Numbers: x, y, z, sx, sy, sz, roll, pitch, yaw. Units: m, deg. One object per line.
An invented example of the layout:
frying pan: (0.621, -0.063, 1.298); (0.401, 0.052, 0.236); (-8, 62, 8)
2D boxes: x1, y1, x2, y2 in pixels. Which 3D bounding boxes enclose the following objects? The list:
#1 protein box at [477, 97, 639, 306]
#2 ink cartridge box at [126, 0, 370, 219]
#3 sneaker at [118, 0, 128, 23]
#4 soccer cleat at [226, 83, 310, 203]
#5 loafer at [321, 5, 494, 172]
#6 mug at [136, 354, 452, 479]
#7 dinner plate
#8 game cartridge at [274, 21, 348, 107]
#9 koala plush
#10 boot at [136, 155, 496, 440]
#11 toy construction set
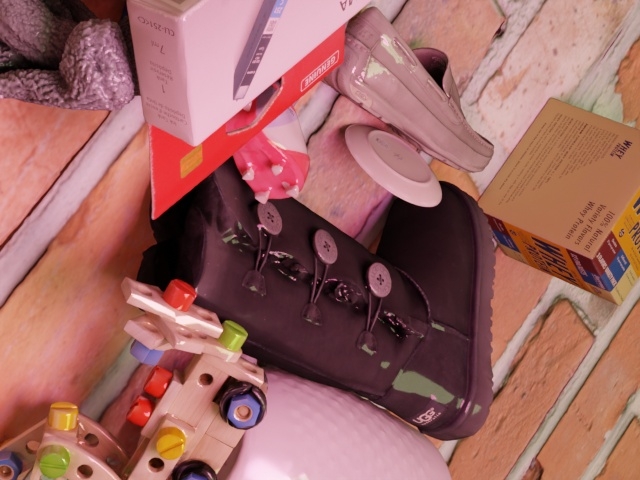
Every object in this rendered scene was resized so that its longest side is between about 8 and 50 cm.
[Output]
protein box: (0.361, -0.054, 2.089); (0.199, 0.201, 0.136); (-54, 141, -12)
ink cartridge box: (-0.041, -0.177, 1.359); (0.296, 0.066, 0.261); (-44, 149, -33)
sneaker: (-0.123, -0.285, 1.479); (0.131, 0.112, 0.296); (1, 109, -49)
soccer cleat: (-0.076, -0.143, 1.521); (0.095, 0.083, 0.248); (-82, 152, -43)
loafer: (0.124, -0.173, 1.825); (0.111, 0.112, 0.319); (-56, 141, 4)
mug: (-0.039, 0.244, 1.783); (0.328, 0.276, 0.374); (34, 54, -44)
dinner plate: (0.090, -0.094, 1.812); (0.141, 0.141, 0.017); (2, 132, -49)
game cartridge: (0.000, -0.285, 1.561); (0.297, 0.062, 0.198); (104, 9, -49)
koala plush: (-0.238, -0.236, 1.330); (0.196, 0.203, 0.221); (-53, 148, -76)
boot: (0.000, 0.001, 1.739); (0.445, 0.367, 0.146); (26, 132, -32)
toy construction set: (-0.179, 0.168, 1.536); (0.327, 0.215, 0.151); (-55, -168, 29)
